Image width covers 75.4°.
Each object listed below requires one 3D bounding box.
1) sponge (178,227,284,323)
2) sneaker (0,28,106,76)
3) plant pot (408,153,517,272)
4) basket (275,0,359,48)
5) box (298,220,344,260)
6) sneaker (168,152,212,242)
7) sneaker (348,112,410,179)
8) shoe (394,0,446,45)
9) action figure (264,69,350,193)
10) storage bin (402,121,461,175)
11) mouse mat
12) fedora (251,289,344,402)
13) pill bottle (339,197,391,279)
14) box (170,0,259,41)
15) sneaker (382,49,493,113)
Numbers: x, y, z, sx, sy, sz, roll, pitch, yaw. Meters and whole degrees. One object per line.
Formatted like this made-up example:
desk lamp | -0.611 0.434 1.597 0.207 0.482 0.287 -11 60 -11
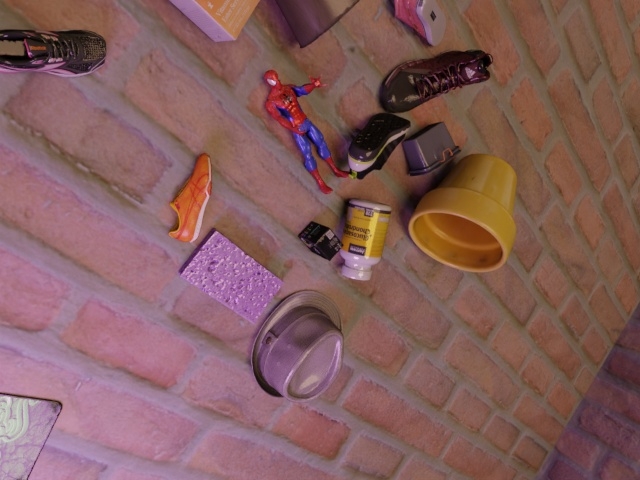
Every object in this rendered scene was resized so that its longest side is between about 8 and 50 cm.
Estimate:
sponge | -0.184 0.081 0.889 0.210 0.031 0.117 42 81 -32
sneaker | -0.414 -0.281 0.620 0.178 0.077 0.072 -20 115 -26
plant pot | 0.389 -0.085 1.075 0.254 0.253 0.239 46 63 -32
basket | -0.032 -0.512 0.745 0.204 0.154 0.227 -46 118 -5
box | 0.000 0.000 0.944 0.052 0.083 0.062 -48 122 -12
sneaker | -0.247 -0.083 0.788 0.067 0.064 0.175 15 93 -23
sneaker | 0.126 -0.216 0.955 0.234 0.084 0.097 -41 153 -37
shoe | 0.230 -0.514 0.951 0.178 0.081 0.064 6 116 -61
action figure | -0.016 -0.223 0.846 0.091 0.139 0.280 -44 119 -14
storage bin | 0.278 -0.235 1.045 0.135 0.098 0.091 -35 108 -18
mouse mat | -0.584 0.366 0.746 0.152 0.007 0.190 26 89 -33
fedora | -0.029 0.268 0.980 0.243 0.124 0.275 42 81 -33
pill bottle | 0.103 -0.003 0.994 0.103 0.103 0.184 5 101 -32
box | -0.190 -0.442 0.685 0.170 0.091 0.130 32 88 -42
sneaker | 0.286 -0.383 0.959 0.281 0.162 0.107 -34 118 -19
